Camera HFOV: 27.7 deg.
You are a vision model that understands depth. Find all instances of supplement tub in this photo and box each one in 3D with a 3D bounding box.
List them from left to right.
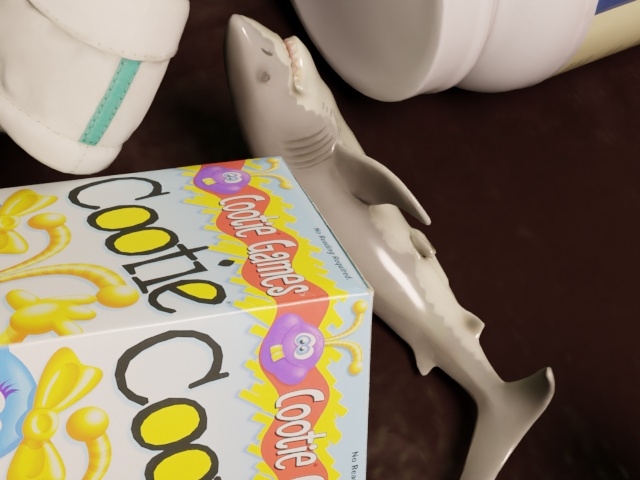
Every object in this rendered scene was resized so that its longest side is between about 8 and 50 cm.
[{"bbox_3d":[0.151,-0.229,0.809,0.325,0.235,0.235,-22,64,-23],"label":"supplement tub"}]

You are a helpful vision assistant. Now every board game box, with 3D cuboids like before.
[{"bbox_3d":[-0.129,0.067,0.588,0.275,0.144,0.142,-8,30,-16],"label":"board game box"}]

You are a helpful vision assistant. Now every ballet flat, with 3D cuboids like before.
[{"bbox_3d":[-0.220,-0.138,0.722,0.139,0.139,0.400,-32,40,-27],"label":"ballet flat"}]

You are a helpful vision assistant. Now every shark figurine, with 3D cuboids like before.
[{"bbox_3d":[0.014,0.021,0.722,0.116,0.166,0.278,-34,85,-1],"label":"shark figurine"}]
